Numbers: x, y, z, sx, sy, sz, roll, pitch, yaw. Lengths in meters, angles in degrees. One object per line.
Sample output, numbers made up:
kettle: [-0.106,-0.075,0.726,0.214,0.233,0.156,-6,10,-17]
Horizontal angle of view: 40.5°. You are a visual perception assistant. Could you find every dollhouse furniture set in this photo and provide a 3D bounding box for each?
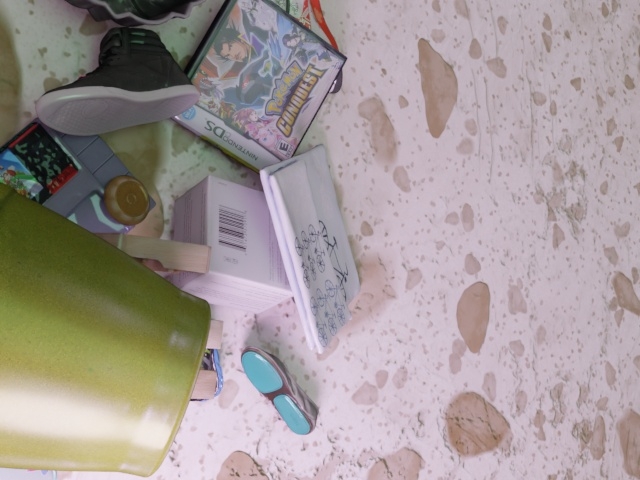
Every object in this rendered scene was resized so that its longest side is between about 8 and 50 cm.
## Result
dollhouse furniture set: [-0.274,0.117,1.325,0.161,0.212,0.241,10,84,-39]

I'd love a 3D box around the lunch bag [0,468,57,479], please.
lunch bag: [-0.523,0.330,1.198,0.279,0.108,0.224,-29,105,-35]

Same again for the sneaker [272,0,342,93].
sneaker: [-0.059,-0.392,1.635,0.145,0.090,0.270,-23,106,-25]

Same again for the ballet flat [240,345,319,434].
ballet flat: [-0.074,0.263,1.581,0.213,0.072,0.068,57,29,-19]

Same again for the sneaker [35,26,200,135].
sneaker: [-0.341,-0.259,1.373,0.296,0.104,0.146,-19,73,-47]

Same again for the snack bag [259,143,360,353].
snack bag: [0.000,0.000,1.561,0.342,0.037,0.322,-39,114,-69]

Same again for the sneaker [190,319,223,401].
sneaker: [-0.218,0.185,1.467,0.078,0.067,0.188,-19,100,-43]

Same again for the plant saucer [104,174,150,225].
plant saucer: [-0.306,-0.066,1.392,0.083,0.015,0.083,11,73,-41]

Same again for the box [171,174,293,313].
box: [-0.147,0.011,1.478,0.182,0.119,0.180,17,59,-36]

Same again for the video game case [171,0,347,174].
video game case: [-0.113,-0.280,1.557,0.248,0.035,0.274,32,84,-27]

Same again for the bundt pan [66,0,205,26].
bundt pan: [-0.329,-0.499,1.413,0.331,0.124,0.330,4,84,-38]

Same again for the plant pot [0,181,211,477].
plant pot: [-0.337,0.133,1.077,0.353,0.366,0.366,20,73,-12]

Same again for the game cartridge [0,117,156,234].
game cartridge: [-0.443,-0.026,1.325,0.355,0.068,0.230,-50,119,-29]
